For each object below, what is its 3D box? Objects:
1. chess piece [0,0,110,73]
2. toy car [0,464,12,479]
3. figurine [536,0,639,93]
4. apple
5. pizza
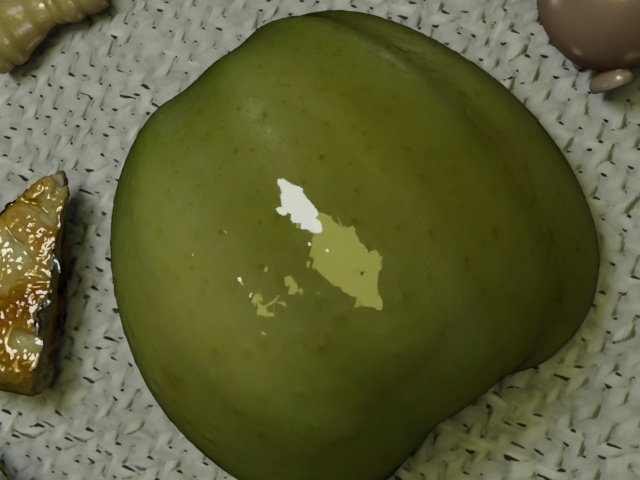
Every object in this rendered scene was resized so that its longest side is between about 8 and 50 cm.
[{"bbox_3d":[-0.254,-0.208,1.054,0.122,0.066,0.066,-30,72,5],"label":"chess piece"},{"bbox_3d":[-0.325,0.231,0.983,0.126,0.098,0.161,-39,39,-21],"label":"toy car"},{"bbox_3d":[0.227,-0.188,0.881,0.125,0.125,0.138,-22,89,11],"label":"figurine"},{"bbox_3d":[0.000,0.000,0.923,0.320,0.311,0.360,-24,68,-36],"label":"apple"},{"bbox_3d":[-0.263,0.028,1.007,0.154,0.069,0.194,24,80,20],"label":"pizza"}]
